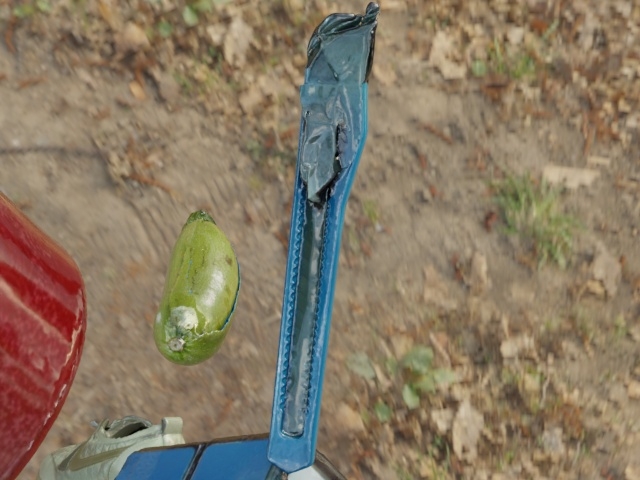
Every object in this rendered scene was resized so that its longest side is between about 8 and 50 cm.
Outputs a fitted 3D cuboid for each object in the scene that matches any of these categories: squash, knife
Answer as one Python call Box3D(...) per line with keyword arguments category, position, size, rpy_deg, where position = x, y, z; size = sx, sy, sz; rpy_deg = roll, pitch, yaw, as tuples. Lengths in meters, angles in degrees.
Box3D(category="squash", position=(-0.135, 0.051, 1.659), size=(0.094, 0.341, 0.094), rpy_deg=(0, 114, 0))
Box3D(category="knife", position=(0.000, 0.000, 0.900), size=(0.044, 0.026, 0.297), rpy_deg=(6, 96, 4))

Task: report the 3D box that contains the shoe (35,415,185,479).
Box3D(category="shoe", position=(-0.226, 0.240, 1.602), size=(0.275, 0.103, 0.098), rpy_deg=(-6, 80, 49))

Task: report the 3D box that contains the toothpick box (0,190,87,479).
Box3D(category="toothpick box", position=(-0.278, -0.018, 0.620), size=(0.204, 0.333, 0.204), rpy_deg=(-21, 45, 23))

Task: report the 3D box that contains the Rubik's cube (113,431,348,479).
Box3D(category="Rubik's cube", position=(-0.057, 0.253, 0.992), size=(0.167, 0.180, 0.183), rpy_deg=(-11, 38, 41))
